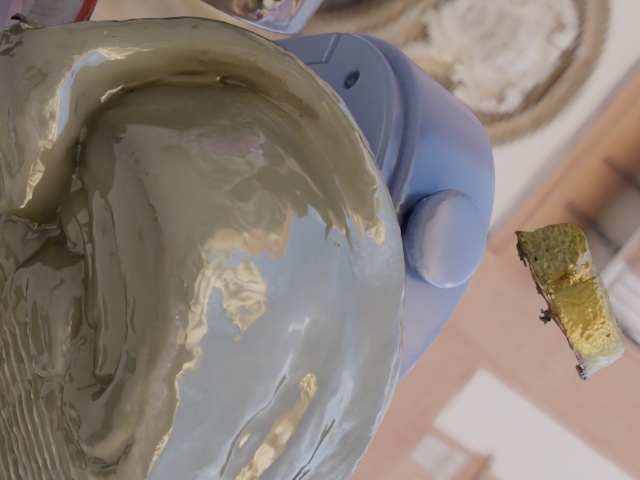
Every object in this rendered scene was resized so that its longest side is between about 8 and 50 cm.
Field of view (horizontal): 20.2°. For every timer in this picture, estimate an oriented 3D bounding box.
[{"bbox_3d":[0.000,0.000,1.603,0.395,0.173,0.395,-31,-140,29],"label":"timer"}]

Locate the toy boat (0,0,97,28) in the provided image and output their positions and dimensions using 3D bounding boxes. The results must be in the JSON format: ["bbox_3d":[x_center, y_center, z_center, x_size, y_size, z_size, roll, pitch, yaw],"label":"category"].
[{"bbox_3d":[-0.228,-0.159,1.319,0.219,0.072,0.318,-63,-179,14],"label":"toy boat"}]

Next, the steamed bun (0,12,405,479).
[{"bbox_3d":[-0.087,0.030,1.043,0.368,0.255,0.342,-20,-97,65],"label":"steamed bun"}]

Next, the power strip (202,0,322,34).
[{"bbox_3d":[-0.056,-0.198,1.138,0.078,0.154,0.154,-58,-160,15],"label":"power strip"}]

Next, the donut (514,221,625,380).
[{"bbox_3d":[0.271,0.066,1.900,0.078,0.146,0.181,-25,-151,2],"label":"donut"}]
